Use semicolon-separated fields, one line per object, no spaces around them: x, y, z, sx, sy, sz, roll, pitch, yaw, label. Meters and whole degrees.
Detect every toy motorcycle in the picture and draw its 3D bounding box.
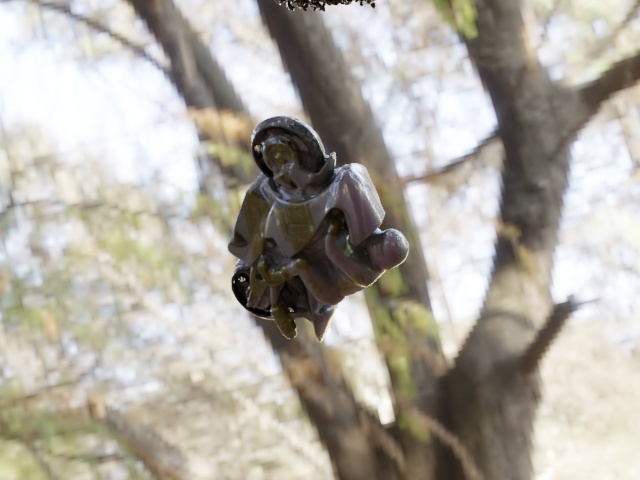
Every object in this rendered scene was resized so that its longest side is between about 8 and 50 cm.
0.000;0.000;1.430;0.073;0.152;0.225;-54;-18;-45;toy motorcycle

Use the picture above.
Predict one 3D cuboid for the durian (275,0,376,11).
0.011;-0.206;1.121;0.148;0.091;0.188;-12;-28;5;durian
